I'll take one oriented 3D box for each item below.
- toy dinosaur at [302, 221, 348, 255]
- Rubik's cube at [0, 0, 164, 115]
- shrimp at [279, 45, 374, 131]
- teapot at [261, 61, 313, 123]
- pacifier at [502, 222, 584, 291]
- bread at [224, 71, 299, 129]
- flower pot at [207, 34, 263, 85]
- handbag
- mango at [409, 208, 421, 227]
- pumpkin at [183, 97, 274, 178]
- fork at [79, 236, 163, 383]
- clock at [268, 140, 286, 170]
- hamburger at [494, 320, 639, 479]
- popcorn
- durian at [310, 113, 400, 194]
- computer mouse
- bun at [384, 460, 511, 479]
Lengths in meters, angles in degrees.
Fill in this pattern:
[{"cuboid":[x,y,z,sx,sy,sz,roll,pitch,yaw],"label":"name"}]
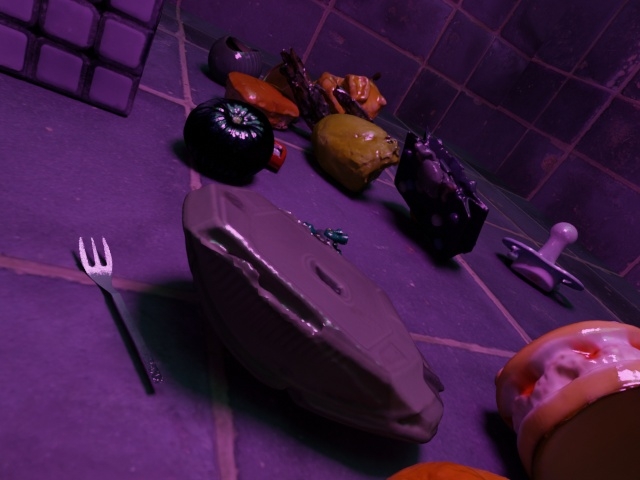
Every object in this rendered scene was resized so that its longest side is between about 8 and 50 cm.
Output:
[{"cuboid":[0.000,0.000,0.880,0.096,0.059,0.132,13,21,-16],"label":"toy dinosaur"},{"cuboid":[-0.514,-0.502,0.935,0.305,0.303,0.301,16,29,-25],"label":"Rubik's cube"},{"cuboid":[0.023,-0.437,1.407,0.272,0.085,0.445,11,-28,45],"label":"shrimp"},{"cuboid":[-0.106,-0.532,1.603,0.175,0.186,0.267,46,34,-47],"label":"teapot"},{"cuboid":[0.755,0.043,1.432,0.287,0.225,0.238,39,8,14],"label":"pacifier"},{"cuboid":[-0.192,-0.444,1.390,0.246,0.121,0.174,4,35,-50],"label":"bread"},{"cuboid":[-0.310,-0.650,1.593,0.189,0.157,0.243,32,24,-2],"label":"flower pot"},{"cuboid":[0.311,-0.132,1.171,0.118,0.269,0.325,-18,56,-11],"label":"handbag"},{"cuboid":[0.348,-0.064,1.344,0.161,0.076,0.103,23,31,-9],"label":"mango"},{"cuboid":[-0.199,-0.225,0.963,0.202,0.140,0.202,15,50,-19],"label":"pumpkin"},{"cuboid":[-0.239,0.078,0.511,0.039,0.021,0.235,-4,44,-45],"label":"fork"},{"cuboid":[-0.164,-0.245,1.133,0.155,0.061,0.113,27,25,-15],"label":"clock"},{"cuboid":[0.412,0.257,0.641,0.303,0.261,0.186,43,18,-16],"label":"hamburger"},{"cuboid":[0.100,-0.534,1.707,0.297,0.280,0.316,8,-1,-35],"label":"popcorn"},{"cuboid":[0.091,-0.268,1.319,0.340,0.204,0.256,34,4,22],"label":"durian"},{"cuboid":[-0.021,0.103,0.568,0.429,0.145,0.228,41,17,-7],"label":"computer mouse"},{"cuboid":[0.163,0.318,0.346,0.299,0.164,0.299,23,28,-13],"label":"bun"}]
